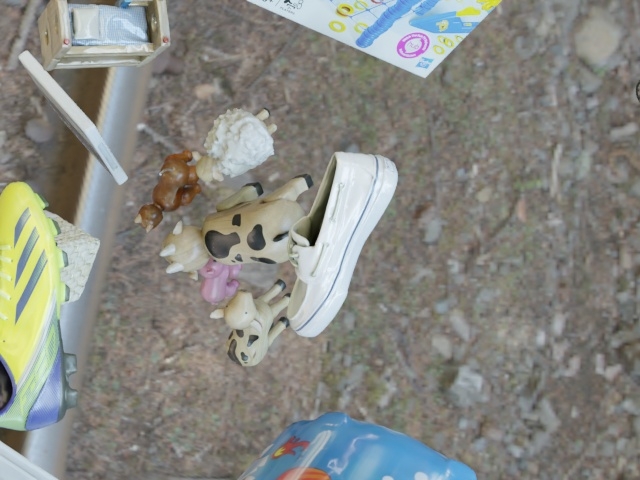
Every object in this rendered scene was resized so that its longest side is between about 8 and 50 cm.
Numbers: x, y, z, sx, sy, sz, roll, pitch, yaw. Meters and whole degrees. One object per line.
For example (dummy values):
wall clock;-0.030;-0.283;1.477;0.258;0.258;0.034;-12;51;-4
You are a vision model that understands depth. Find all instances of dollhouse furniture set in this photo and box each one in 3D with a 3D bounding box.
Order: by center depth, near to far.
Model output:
dollhouse furniture set;-0.268;-0.309;1.233;0.129;0.129;0.183;-7;90;-25

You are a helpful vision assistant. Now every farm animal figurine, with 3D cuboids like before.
farm animal figurine;-0.126;0.017;1.457;0.330;0.327;0.172;56;43;-6

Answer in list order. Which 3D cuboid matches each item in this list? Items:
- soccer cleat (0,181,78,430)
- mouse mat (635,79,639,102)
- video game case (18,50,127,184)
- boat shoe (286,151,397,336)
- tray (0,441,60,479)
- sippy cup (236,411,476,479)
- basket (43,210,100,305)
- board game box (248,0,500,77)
soccer cleat;-0.353;0.075;1.182;0.121;0.093;0.289;-5;85;-26
mouse mat;0.316;-0.133;0.687;0.189;0.153;0.007;-56;162;-19
video game case;-0.387;-0.191;1.620;0.022;0.190;0.173;-40;157;-11
boat shoe;0.000;0.000;1.090;0.076;0.083;0.226;15;115;-22
tray;-0.400;0.345;1.403;0.030;0.145;0.270;-32;133;7
sippy cup;-0.001;0.230;0.576;0.224;0.306;0.240;-56;134;-36
basket;-0.397;0.029;1.457;0.167;0.103;0.113;-25;137;-79
board game box;0.084;-0.339;1.052;0.308;0.302;0.086;16;46;-35
